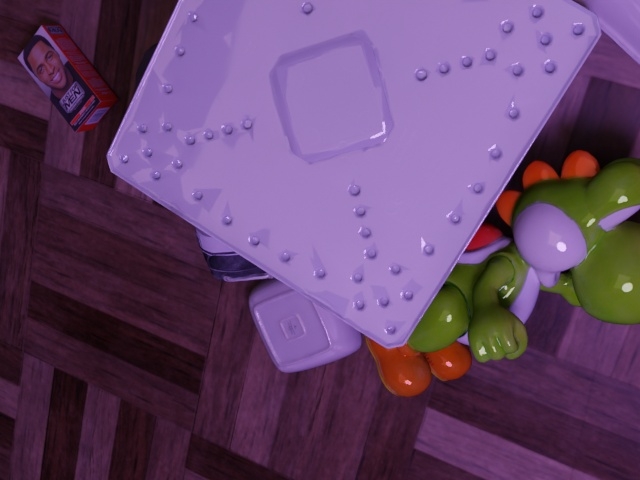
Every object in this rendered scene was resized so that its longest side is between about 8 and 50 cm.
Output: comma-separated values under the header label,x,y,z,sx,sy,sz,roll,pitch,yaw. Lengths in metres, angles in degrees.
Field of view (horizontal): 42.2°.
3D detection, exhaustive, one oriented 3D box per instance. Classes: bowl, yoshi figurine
label,x,y,z,sx,sy,sz,roll,pitch,yaw
bowl,-0.028,0.109,1.123,0.142,0.053,0.142,-22,93,26
yoshi figurine,0.237,0.067,0.913,0.203,0.203,0.362,32,125,-24

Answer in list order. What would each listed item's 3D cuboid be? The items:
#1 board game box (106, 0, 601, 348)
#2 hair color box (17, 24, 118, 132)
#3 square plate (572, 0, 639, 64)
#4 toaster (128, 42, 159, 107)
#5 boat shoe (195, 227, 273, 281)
label,x,y,z,sx,sy,sz,roll,pitch,yaw
board game box,0.017,-0.147,0.866,0.390,0.050,0.390,32,107,8
hair color box,-0.362,-0.232,1.188,0.072,0.043,0.141,-42,84,28
square plate,0.347,-0.350,0.739,0.344,0.049,0.347,26,121,-31
toaster,-0.171,-0.138,1.080,0.146,0.129,0.227,31,114,12
boat shoe,-0.001,0.003,1.042,0.306,0.113,0.105,-9,125,5
